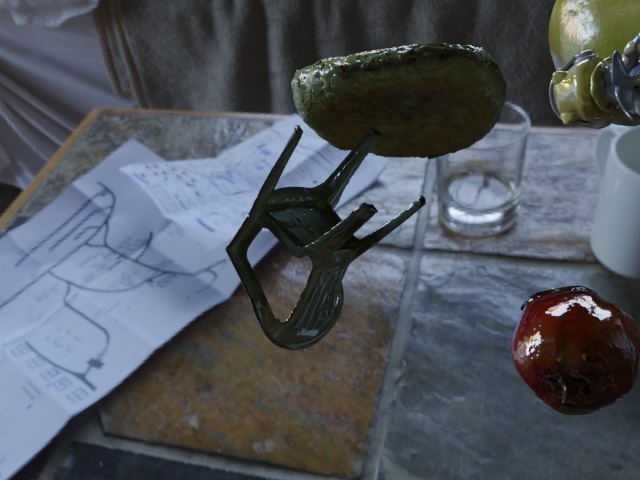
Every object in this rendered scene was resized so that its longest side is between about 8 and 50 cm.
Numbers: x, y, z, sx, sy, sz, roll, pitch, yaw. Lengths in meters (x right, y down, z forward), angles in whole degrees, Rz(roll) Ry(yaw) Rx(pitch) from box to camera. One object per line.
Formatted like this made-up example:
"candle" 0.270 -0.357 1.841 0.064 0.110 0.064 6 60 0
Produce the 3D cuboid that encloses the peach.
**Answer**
"peach" 0.555 -0.356 1.191 0.281 0.316 0.314 -16 0 7

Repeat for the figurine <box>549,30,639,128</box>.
"figurine" 0.426 -0.228 0.981 0.184 0.128 0.208 -15 7 25

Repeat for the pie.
"pie" 0.119 -0.199 0.991 0.323 0.323 0.070 1 74 12

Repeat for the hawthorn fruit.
"hawthorn fruit" 0.438 0.195 1.160 0.215 0.215 0.249 10 25 21

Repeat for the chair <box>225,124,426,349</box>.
"chair" 0.000 0.000 0.959 0.203 0.275 0.190 -11 58 -48
